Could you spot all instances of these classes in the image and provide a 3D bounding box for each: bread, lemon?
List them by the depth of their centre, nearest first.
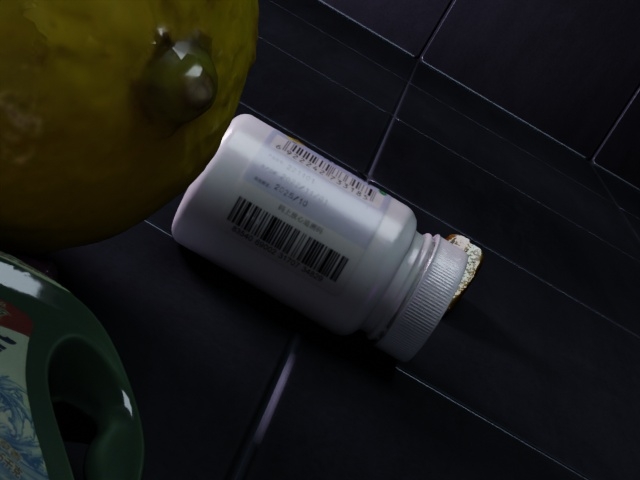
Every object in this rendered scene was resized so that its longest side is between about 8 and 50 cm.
[{"bbox_3d":[-0.170,-0.120,0.535,0.260,0.260,0.284,16,26,-41],"label":"lemon"},{"bbox_3d":[0.115,0.026,0.946,0.043,0.062,0.109,34,20,7],"label":"bread"}]

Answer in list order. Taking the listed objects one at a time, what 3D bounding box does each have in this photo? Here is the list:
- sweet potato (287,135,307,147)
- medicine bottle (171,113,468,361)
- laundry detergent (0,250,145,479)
[{"bbox_3d":[-0.055,-0.062,0.881,0.065,0.051,0.218,-9,8,-16],"label":"sweet potato"},{"bbox_3d":[0.000,0.000,0.741,0.186,0.103,0.103,30,16,-1],"label":"medicine bottle"},{"bbox_3d":[-0.128,0.058,0.400,0.144,0.078,0.222,31,14,-4],"label":"laundry detergent"}]
